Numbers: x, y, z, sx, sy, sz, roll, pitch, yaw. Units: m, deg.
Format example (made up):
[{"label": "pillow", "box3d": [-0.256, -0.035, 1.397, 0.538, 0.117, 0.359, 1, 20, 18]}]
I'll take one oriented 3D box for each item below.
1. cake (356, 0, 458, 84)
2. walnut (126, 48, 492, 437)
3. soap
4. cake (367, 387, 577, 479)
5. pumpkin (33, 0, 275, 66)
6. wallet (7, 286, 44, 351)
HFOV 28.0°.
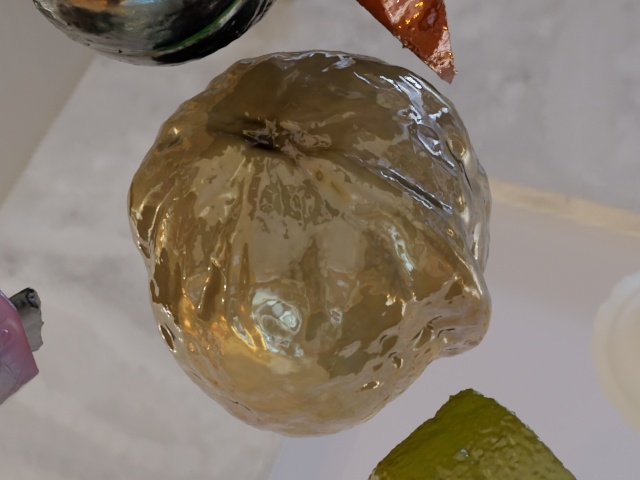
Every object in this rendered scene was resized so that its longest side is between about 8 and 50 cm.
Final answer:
[{"label": "cake", "box3d": [0.064, -0.252, 1.225, 0.135, 0.287, 0.098, -31, -133, 0]}, {"label": "walnut", "box3d": [0.000, 0.000, 1.201, 0.381, 0.381, 0.381, -3, -124, 5]}, {"label": "soap", "box3d": [-0.313, 0.079, 1.105, 0.149, 0.056, 0.100, 49, -137, -1]}, {"label": "cake", "box3d": [0.161, 0.262, 1.058, 0.156, 0.260, 0.179, -39, -165, -8]}, {"label": "pumpkin", "box3d": [-0.112, -0.293, 1.023, 0.238, 0.315, 0.315, 12, -121, 16]}, {"label": "wallet", "box3d": [-0.398, 0.118, 1.207, 0.285, 0.146, 0.030, -18, -109, -16]}]
